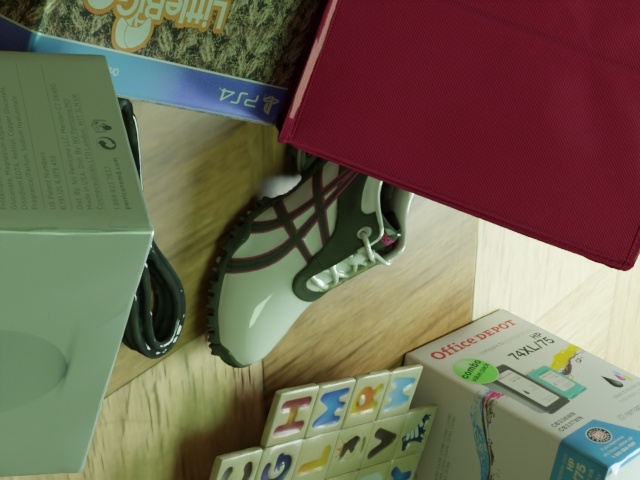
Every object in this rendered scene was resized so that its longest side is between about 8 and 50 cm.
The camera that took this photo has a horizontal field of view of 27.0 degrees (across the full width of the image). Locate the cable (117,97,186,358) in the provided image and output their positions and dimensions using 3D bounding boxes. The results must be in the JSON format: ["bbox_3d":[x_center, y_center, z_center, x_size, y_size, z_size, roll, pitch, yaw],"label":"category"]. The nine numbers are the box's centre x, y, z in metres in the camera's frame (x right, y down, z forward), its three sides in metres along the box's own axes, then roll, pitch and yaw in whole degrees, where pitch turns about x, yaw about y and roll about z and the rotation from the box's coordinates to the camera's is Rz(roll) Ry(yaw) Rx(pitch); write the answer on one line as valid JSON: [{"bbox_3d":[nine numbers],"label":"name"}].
[{"bbox_3d":[-0.164,-0.012,1.008,0.287,0.072,0.139,65,42,-64],"label":"cable"}]

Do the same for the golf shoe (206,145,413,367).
[{"bbox_3d":[0.000,0.000,1.152,0.272,0.120,0.105,-60,148,0],"label":"golf shoe"}]

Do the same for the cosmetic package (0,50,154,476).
[{"bbox_3d":[-0.231,0.020,0.717,0.225,0.138,0.224,-2,139,-24],"label":"cosmetic package"}]

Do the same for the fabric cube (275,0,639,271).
[{"bbox_3d":[0.125,-0.153,0.979,0.254,0.258,0.259,-112,-138,-79],"label":"fabric cube"}]

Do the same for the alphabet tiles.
[{"bbox_3d":[-0.006,0.262,1.334,0.343,0.011,0.285,-4,117,-51],"label":"alphabet tiles"}]

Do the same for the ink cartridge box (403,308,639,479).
[{"bbox_3d":[0.238,0.238,1.498,0.198,0.270,0.197,-19,127,-45],"label":"ink cartridge box"}]

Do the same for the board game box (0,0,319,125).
[{"bbox_3d":[-0.098,-0.241,0.825,0.232,0.141,0.291,3,111,-54],"label":"board game box"}]
